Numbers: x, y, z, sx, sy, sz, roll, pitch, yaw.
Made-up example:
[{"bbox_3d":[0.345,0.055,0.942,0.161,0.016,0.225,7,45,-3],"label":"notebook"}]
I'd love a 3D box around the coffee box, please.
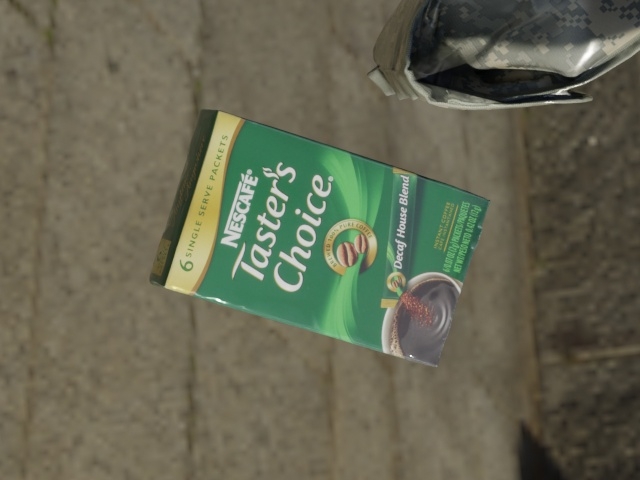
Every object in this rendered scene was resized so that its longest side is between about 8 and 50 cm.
[{"bbox_3d":[0.000,0.000,1.148,0.040,0.184,0.113,17,-92,70],"label":"coffee box"}]

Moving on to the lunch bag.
[{"bbox_3d":[0.173,-0.198,1.544,0.169,0.287,0.235,52,1,-9],"label":"lunch bag"}]
